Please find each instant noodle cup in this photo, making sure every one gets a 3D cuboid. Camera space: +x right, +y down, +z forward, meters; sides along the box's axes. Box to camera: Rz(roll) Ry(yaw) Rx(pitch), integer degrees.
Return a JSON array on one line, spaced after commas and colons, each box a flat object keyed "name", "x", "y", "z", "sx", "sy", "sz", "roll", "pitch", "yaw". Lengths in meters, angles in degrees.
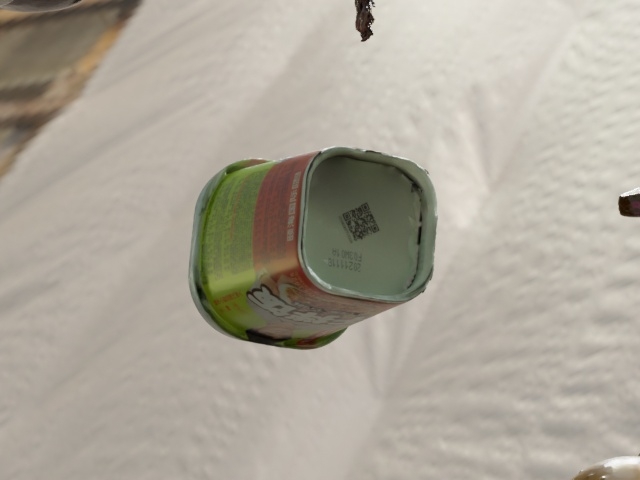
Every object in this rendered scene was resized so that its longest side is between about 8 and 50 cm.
[{"name": "instant noodle cup", "x": 0.000, "y": 0.000, "z": 2.365, "sx": 0.294, "sy": 0.294, "sz": 0.308, "roll": -44, "pitch": -169, "yaw": -26}]

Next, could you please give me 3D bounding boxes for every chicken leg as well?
[{"name": "chicken leg", "x": 0.047, "y": -0.249, "z": 1.822, "sx": 0.021, "sy": 0.083, "sz": 0.036, "roll": 2, "pitch": -170, "yaw": -6}]

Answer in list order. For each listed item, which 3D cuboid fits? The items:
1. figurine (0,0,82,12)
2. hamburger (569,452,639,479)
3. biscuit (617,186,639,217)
[{"name": "figurine", "x": -0.323, "y": -0.370, "z": 1.648, "sx": 0.365, "sy": 0.206, "sz": 0.218, "roll": 44, "pitch": -82, "yaw": 26}, {"name": "hamburger", "x": 0.315, "y": 0.349, "z": 1.770, "sx": 0.274, "sy": 0.212, "sz": 0.274, "roll": -157, "pitch": -90, "yaw": -80}, {"name": "biscuit", "x": 0.524, "y": -0.084, "z": 2.171, "sx": 0.278, "sy": 0.043, "sz": 0.301, "roll": -14, "pitch": -174, "yaw": 25}]
